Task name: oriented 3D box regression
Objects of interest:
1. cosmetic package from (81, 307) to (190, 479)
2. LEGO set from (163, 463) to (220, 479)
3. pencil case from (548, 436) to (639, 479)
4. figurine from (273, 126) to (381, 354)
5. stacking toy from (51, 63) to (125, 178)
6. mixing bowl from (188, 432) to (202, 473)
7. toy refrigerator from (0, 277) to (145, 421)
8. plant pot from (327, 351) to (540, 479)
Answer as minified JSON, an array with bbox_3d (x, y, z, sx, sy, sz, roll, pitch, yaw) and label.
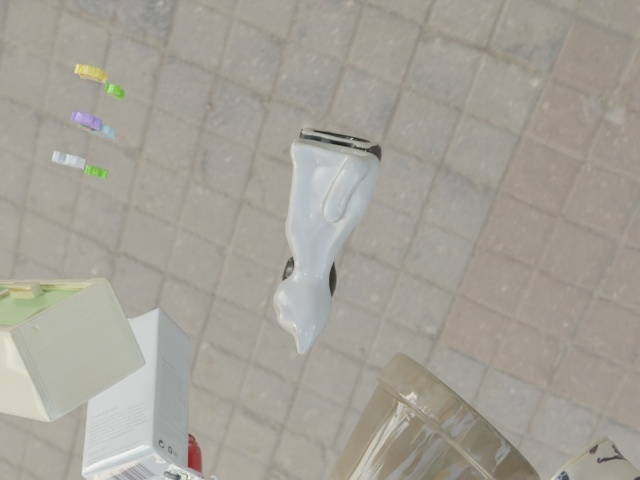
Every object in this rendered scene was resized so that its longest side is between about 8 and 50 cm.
[{"bbox_3d":[-0.241,0.215,1.482,0.117,0.231,0.085,-22,133,19],"label":"cosmetic package"},{"bbox_3d":[-0.163,0.407,1.263,0.132,0.107,0.287,24,90,55],"label":"LEGO set"},{"bbox_3d":[0.413,0.439,1.330,0.410,0.183,0.160,50,152,29],"label":"pencil case"},{"bbox_3d":[0.000,0.000,1.154,0.092,0.215,0.209,11,101,1],"label":"figurine"},{"bbox_3d":[-0.382,-0.197,1.906,0.052,0.221,0.167,14,87,8],"label":"stacking toy"},{"bbox_3d":[-0.274,0.374,1.930,0.181,0.181,0.098,23,90,10],"label":"mixing bowl"},{"bbox_3d":[-0.282,0.090,1.020,0.269,0.102,0.094,-4,112,52],"label":"toy refrigerator"},{"bbox_3d":[0.156,0.394,1.861,0.323,0.323,0.280,43,82,-2],"label":"plant pot"}]
